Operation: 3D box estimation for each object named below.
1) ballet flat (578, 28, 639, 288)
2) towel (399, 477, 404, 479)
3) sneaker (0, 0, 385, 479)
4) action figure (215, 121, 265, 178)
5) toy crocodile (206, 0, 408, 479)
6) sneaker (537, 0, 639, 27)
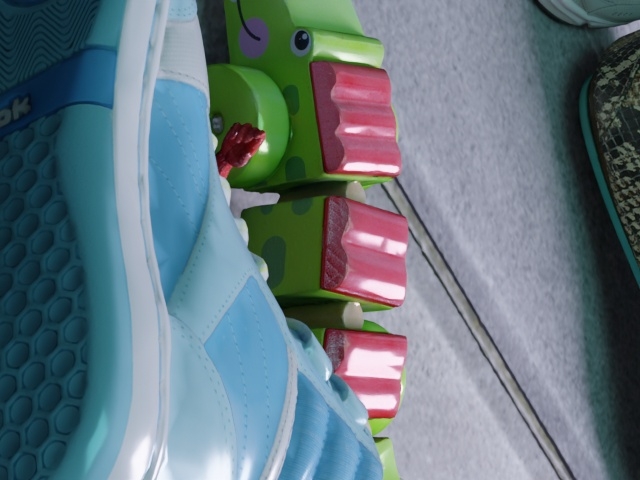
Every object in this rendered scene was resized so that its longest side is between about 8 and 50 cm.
[{"bbox_3d":[0.313,0.082,1.180,0.164,0.182,0.483,-26,106,-49],"label":"ballet flat"},{"bbox_3d":[0.026,0.177,0.951,0.148,0.027,0.110,38,57,-41],"label":"towel"},{"bbox_3d":[-0.065,0.008,0.661,0.208,0.127,0.319,43,37,-46],"label":"sneaker"},{"bbox_3d":[-0.087,-0.051,0.765,0.091,0.139,0.280,-39,117,-43],"label":"action figure"},{"bbox_3d":[0.000,0.000,0.873,0.115,0.105,0.340,8,76,-49],"label":"toy crocodile"},{"bbox_3d":[0.177,-0.223,1.099,0.262,0.121,0.099,33,63,-43],"label":"sneaker"}]
